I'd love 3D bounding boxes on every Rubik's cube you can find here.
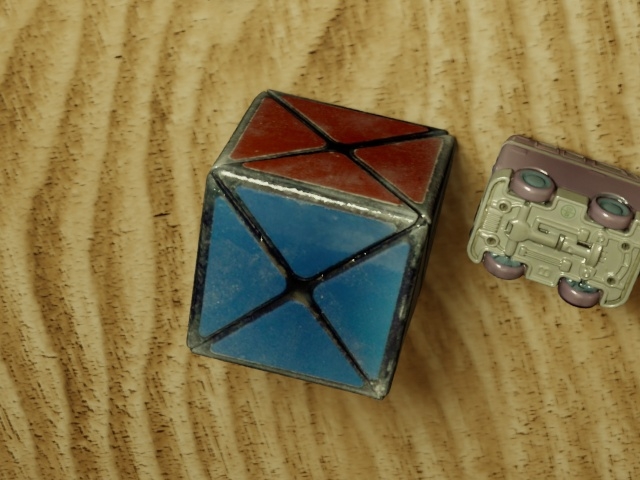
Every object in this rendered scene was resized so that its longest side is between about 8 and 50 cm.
[{"bbox_3d":[0.000,0.000,1.962,0.259,0.255,0.260,16,118,6],"label":"Rubik's cube"}]

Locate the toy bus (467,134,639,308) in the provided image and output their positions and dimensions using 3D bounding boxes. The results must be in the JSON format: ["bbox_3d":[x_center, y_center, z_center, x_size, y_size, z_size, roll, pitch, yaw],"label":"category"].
[{"bbox_3d":[0.284,-0.024,1.944,0.202,0.142,0.142,19,121,3],"label":"toy bus"}]
